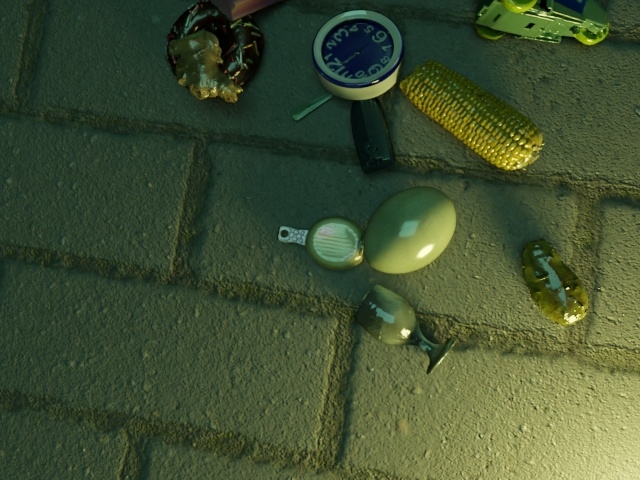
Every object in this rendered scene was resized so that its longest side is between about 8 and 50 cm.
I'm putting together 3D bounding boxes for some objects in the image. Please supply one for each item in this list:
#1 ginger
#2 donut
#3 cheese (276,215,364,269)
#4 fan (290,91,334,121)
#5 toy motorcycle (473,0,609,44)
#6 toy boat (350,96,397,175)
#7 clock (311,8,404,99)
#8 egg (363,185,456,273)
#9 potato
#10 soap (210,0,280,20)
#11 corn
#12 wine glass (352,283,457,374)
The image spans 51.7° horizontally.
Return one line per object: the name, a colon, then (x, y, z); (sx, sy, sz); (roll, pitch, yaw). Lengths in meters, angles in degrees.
ginger: (-0.292, -0.422, 1.651); (0.138, 0.074, 0.213); (-27, 90, 7)
donut: (-0.281, -0.508, 1.739); (0.270, 0.103, 0.269); (0, 88, 9)
cheese: (0.000, 0.000, 1.690); (0.228, 0.064, 0.137); (10, 84, 6)
fan: (0.007, -0.373, 1.736); (0.193, 0.016, 0.038); (-30, 81, 5)
toy motorcycle: (0.550, -0.596, 1.613); (0.327, 0.191, 0.199); (7, 84, -7)
toy boat: (0.130, -0.280, 1.686); (0.093, 0.103, 0.246); (-18, 70, 19)
clock: (0.096, -0.470, 1.672); (0.231, 0.083, 0.230); (-2, 71, 7)
egg: (0.214, -0.024, 1.601); (0.253, 0.186, 0.186); (-39, 83, 0)
potato: (0.561, 0.102, 1.599); (0.117, 0.090, 0.225); (-29, 84, 4)
soap: (-0.185, -0.652, 1.701); (0.203, 0.065, 0.122); (-36, 74, -30)
corn: (0.371, -0.312, 1.625); (0.387, 0.144, 0.144); (38, 92, 6)
wine glass: (0.202, 0.215, 1.622); (0.241, 0.126, 0.126); (36, 91, 9)
